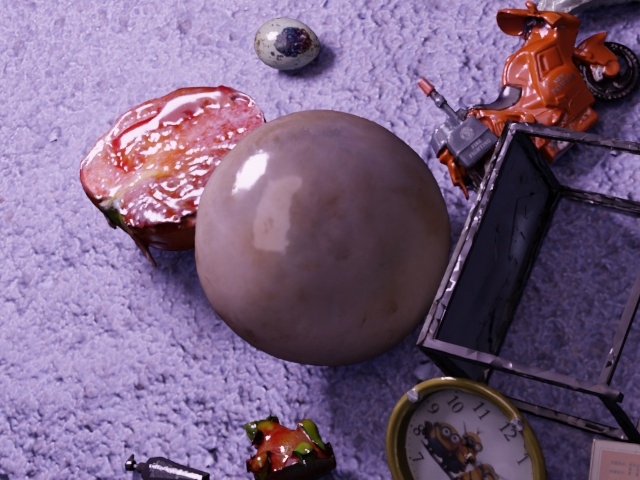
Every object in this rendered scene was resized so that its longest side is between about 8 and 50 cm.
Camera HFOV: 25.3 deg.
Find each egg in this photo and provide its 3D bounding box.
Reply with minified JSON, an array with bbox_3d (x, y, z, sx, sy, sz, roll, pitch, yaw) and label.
[{"bbox_3d":[-0.054,-0.314,2.288,0.110,0.085,0.085,15,73,26],"label":"egg"}]

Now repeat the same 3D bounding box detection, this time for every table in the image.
[{"bbox_3d":[0.337,0.056,1.846,0.272,0.222,0.335,14,73,31],"label":"table"}]

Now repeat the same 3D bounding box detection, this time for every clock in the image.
[{"bbox_3d":[0.195,0.282,1.853,0.237,0.057,0.237,10,108,34],"label":"clock"}]

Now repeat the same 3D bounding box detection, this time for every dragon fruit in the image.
[{"bbox_3d":[-0.056,0.297,1.960,0.142,0.138,0.175,-59,42,16],"label":"dragon fruit"}]

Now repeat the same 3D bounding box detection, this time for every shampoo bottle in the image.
[{"bbox_3d":[-0.225,0.341,2.080,0.137,0.027,0.048,8,56,28],"label":"shampoo bottle"}]

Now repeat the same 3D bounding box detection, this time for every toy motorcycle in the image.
[{"bbox_3d":[0.287,-0.212,2.053,0.326,0.148,0.221,-41,78,-6],"label":"toy motorcycle"}]

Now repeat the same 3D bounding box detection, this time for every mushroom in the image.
[{"bbox_3d":[0.000,0.000,2.014,0.362,0.294,0.362,2,80,-9],"label":"mushroom"}]

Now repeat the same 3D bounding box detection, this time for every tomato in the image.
[{"bbox_3d":[-0.201,-0.090,2.197,0.309,0.170,0.309,-9,53,12],"label":"tomato"}]

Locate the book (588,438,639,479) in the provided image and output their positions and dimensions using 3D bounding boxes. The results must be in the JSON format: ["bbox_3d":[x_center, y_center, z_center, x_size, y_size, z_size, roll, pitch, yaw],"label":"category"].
[{"bbox_3d":[0.405,0.374,1.759,0.170,0.018,0.241,4,77,26],"label":"book"}]

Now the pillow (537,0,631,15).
[{"bbox_3d":[0.456,-0.467,2.101,0.310,0.138,0.283,-6,72,24],"label":"pillow"}]
